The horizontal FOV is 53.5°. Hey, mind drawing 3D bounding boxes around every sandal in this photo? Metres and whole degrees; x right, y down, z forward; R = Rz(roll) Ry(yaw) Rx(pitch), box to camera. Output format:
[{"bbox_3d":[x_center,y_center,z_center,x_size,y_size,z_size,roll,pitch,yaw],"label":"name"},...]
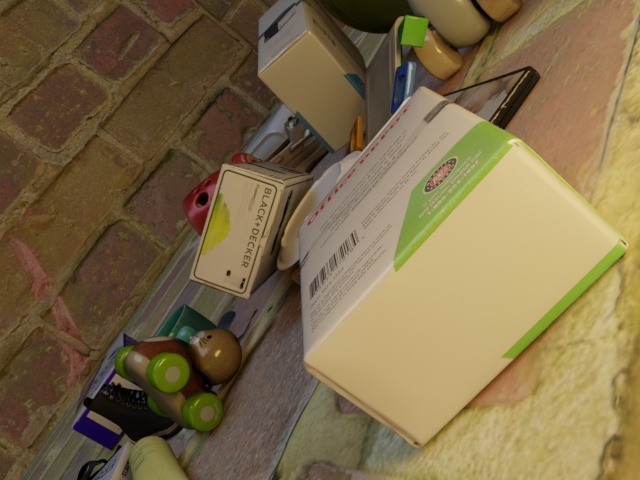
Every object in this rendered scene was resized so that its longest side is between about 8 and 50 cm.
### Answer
[{"bbox_3d":[-0.443,0.467,1.178,0.254,0.054,0.097,-47,16,23],"label":"sandal"}]

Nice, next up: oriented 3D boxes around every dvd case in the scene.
[{"bbox_3d":[0.148,-0.120,0.790,0.180,0.022,0.253,-54,14,-5],"label":"dvd case"}]

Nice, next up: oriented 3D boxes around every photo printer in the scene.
[{"bbox_3d":[-0.138,-0.320,1.989,0.307,0.107,0.256,-38,20,46],"label":"photo printer"}]

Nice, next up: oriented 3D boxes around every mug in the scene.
[{"bbox_3d":[-0.231,0.192,1.083,0.129,0.097,0.158,-51,15,5],"label":"mug"}]

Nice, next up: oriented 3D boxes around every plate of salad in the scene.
[{"bbox_3d":[0.004,-0.037,0.884,0.200,0.048,0.200,-50,15,19],"label":"plate of salad"}]

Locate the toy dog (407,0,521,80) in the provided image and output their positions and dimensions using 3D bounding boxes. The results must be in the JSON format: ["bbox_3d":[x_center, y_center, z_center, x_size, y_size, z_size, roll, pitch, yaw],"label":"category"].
[{"bbox_3d":[0.165,-0.415,0.956,0.220,0.333,0.161,-15,15,28],"label":"toy dog"}]

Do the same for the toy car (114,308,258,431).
[{"bbox_3d":[-0.173,0.162,0.922,0.188,0.149,0.155,-46,23,-29],"label":"toy car"}]

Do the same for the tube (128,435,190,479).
[{"bbox_3d":[-0.198,0.309,0.791,0.240,0.062,0.070,-173,78,-68],"label":"tube"}]

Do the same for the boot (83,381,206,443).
[{"bbox_3d":[-0.285,0.256,1.019,0.198,0.137,0.077,-44,16,26],"label":"boot"}]

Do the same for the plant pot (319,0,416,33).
[{"bbox_3d":[0.181,-0.559,1.169,0.366,0.366,0.353,-51,26,7],"label":"plant pot"}]

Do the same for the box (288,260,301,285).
[{"bbox_3d":[0.000,0.000,0.958,0.081,0.028,0.136,-41,16,34],"label":"box"}]

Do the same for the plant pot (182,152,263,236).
[{"bbox_3d":[-0.166,-0.074,1.351,0.174,0.191,0.191,-41,17,14],"label":"plant pot"}]

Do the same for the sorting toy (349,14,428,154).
[{"bbox_3d":[0.104,-0.211,0.968,0.348,0.047,0.195,145,130,-78],"label":"sorting toy"}]

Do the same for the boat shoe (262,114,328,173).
[{"bbox_3d":[-0.033,-0.242,1.467,0.341,0.110,0.121,-50,15,13],"label":"boat shoe"}]

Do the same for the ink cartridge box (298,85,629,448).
[{"bbox_3d":[0.083,-0.003,0.525,0.198,0.115,0.273,-49,15,14],"label":"ink cartridge box"}]

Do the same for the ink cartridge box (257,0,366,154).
[{"bbox_3d":[-0.008,-0.350,1.268,0.129,0.223,0.307,-35,32,20],"label":"ink cartridge box"}]

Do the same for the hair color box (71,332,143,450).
[{"bbox_3d":[-0.477,0.340,1.492,0.185,0.110,0.339,-57,13,-10],"label":"hair color box"}]

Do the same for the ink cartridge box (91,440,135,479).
[{"bbox_3d":[-0.380,0.498,0.888,0.324,0.071,0.330,-47,14,22],"label":"ink cartridge box"}]

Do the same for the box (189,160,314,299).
[{"bbox_3d":[-0.092,-0.031,0.960,0.290,0.087,0.169,-52,-19,-78],"label":"box"}]
